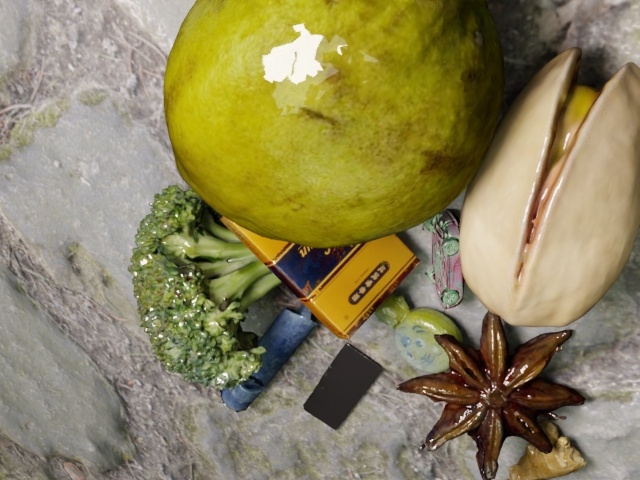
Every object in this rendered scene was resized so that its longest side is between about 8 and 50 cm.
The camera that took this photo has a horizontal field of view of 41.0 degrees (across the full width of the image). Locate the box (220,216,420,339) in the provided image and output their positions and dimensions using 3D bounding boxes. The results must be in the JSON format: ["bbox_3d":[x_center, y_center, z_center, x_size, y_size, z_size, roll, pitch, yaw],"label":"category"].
[{"bbox_3d":[0.000,0.000,1.174,0.237,0.152,0.070,46,167,-4],"label":"box"}]

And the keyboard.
[{"bbox_3d":[0.034,0.244,1.422,0.074,0.015,0.196,31,132,2],"label":"keyboard"}]

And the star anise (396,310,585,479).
[{"bbox_3d":[0.242,0.203,1.214,0.272,0.102,0.272,0,105,0],"label":"star anise"}]

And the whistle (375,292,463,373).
[{"bbox_3d":[0.124,0.114,1.258,0.198,0.057,0.104,42,137,7],"label":"whistle"}]

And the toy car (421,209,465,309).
[{"bbox_3d":[0.175,0.026,1.159,0.055,0.069,0.142,-11,124,-10],"label":"toy car"}]

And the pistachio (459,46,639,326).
[{"bbox_3d":[0.261,-0.052,0.955,0.193,0.214,0.318,18,117,19],"label":"pistachio"}]

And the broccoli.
[{"bbox_3d":[-0.166,0.057,1.255,0.235,0.260,0.288,15,127,37],"label":"broccoli"}]

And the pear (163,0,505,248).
[{"bbox_3d":[0.014,-0.166,0.937,0.352,0.352,0.413,49,134,-9],"label":"pear"}]

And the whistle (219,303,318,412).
[{"bbox_3d":[-0.084,0.188,1.418,0.062,0.062,0.304,38,132,1],"label":"whistle"}]

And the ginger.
[{"bbox_3d":[0.337,0.367,1.311,0.176,0.052,0.193,-30,105,34],"label":"ginger"}]
